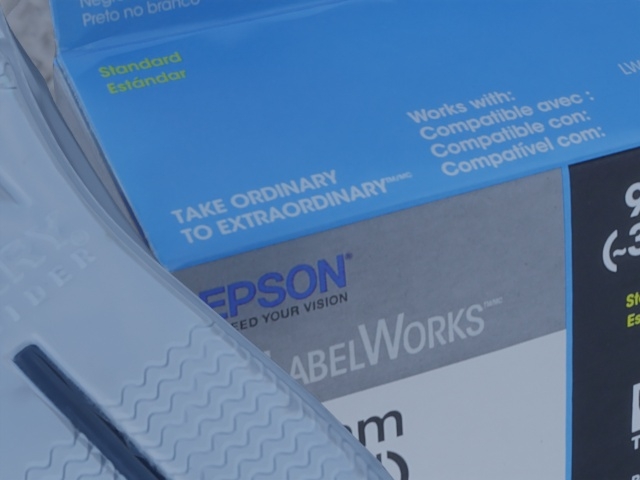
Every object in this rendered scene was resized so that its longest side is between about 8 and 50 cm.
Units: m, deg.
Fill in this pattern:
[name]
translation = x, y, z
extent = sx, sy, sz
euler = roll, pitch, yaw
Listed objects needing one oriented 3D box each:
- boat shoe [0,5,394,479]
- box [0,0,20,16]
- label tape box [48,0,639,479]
[boat shoe]
translation = -0.110, 0.014, 0.398
extent = 0.121, 0.119, 0.335
euler = -33, 76, -28
[box]
translation = -0.341, -0.293, 1.453
extent = 0.232, 0.322, 0.058
euler = -44, 77, 16
[label tape box]
translation = 0.035, 0.013, 0.607
extent = 0.106, 0.241, 0.333
euler = -138, 39, -56
